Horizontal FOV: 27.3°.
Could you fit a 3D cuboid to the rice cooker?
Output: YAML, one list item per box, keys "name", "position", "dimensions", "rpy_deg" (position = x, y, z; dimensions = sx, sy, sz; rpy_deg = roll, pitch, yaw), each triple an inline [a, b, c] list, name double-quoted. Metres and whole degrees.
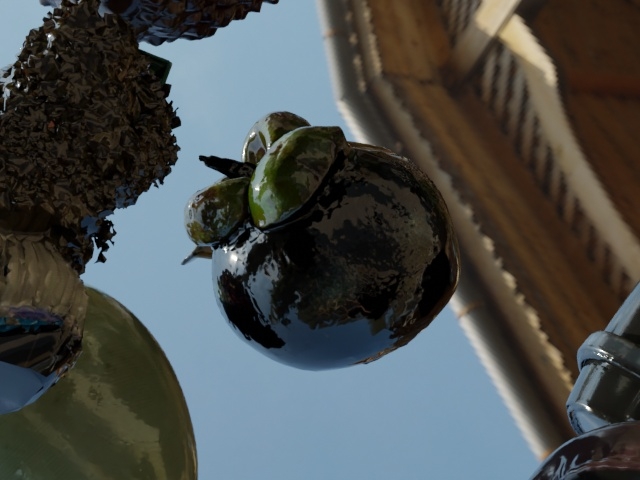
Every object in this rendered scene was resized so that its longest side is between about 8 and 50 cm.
- name: "rice cooker"
  position: [0.371, 0.138, 1.213]
  dimensions: [0.267, 0.267, 0.224]
  rpy_deg: [39, -98, 9]

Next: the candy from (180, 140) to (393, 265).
- name: "candy"
  position: [-0.045, -0.034, 1.558]
  dimensions: [0.143, 0.271, 0.101]
  rpy_deg: [-19, -95, -60]

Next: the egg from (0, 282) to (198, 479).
- name: "egg"
  position: [-0.225, 0.168, 1.179]
  dimensions: [0.218, 0.218, 0.295]
  rpy_deg: [-23, -111, -46]

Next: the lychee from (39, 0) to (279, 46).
- name: "lychee"
  position: [-0.118, -0.272, 0.952]
  dimensions: [0.276, 0.275, 0.304]
  rpy_deg: [-20, -123, -45]

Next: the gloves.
- name: "gloves"
  position: [-0.187, -0.031, 0.766]
  dimensions: [0.312, 0.210, 0.135]
  rpy_deg: [-85, -29, -55]

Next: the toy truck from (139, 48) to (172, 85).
- name: "toy truck"
  position: [-0.242, -0.202, 1.627]
  dimensions: [0.079, 0.065, 0.147]
  rpy_deg: [21, 175, -20]

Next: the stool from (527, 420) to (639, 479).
- name: "stool"
  position: [0.217, 0.275, 0.894]
  dimensions: [0.272, 0.272, 0.178]
  rpy_deg: [46, -145, 17]

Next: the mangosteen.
- name: "mangosteen"
  position: [0.000, 0.000, 1.133]
  dimensions: [0.243, 0.243, 0.243]
  rpy_deg: [19, -140, -17]
